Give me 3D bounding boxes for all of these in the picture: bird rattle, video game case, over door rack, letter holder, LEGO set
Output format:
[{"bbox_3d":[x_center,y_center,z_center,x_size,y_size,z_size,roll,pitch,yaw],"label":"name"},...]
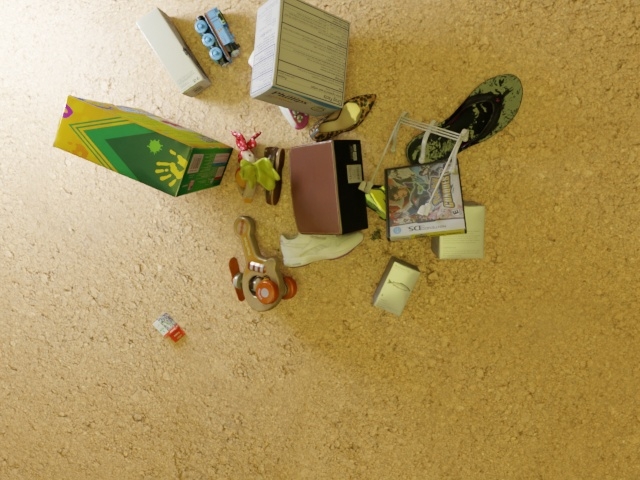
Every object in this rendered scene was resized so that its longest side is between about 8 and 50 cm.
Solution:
[{"bbox_3d":[-0.259,-0.249,1.613,0.143,0.253,0.206,-8,138,-33],"label":"bird rattle"},{"bbox_3d":[0.339,-0.135,1.542,0.249,0.035,0.274,-6,62,16],"label":"video game case"},{"bbox_3d":[0.305,-0.246,1.531,0.240,0.108,0.324,25,80,26],"label":"over door rack"},{"bbox_3d":[0.022,-0.177,1.590,0.215,0.152,0.301,1,100,41],"label":"letter holder"},{"bbox_3d":[0.216,-0.020,1.704,0.083,0.023,0.054,1,103,-10],"label":"LEGO set"}]

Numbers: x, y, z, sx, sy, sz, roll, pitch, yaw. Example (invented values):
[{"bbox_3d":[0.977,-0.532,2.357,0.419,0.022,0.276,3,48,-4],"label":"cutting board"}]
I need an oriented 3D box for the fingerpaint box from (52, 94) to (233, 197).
[{"bbox_3d":[-0.525,-0.292,1.483,0.372,0.445,0.163,23,102,-1],"label":"fingerpaint box"}]

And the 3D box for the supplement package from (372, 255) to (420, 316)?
[{"bbox_3d":[0.271,0.162,1.688,0.105,0.105,0.179,23,100,0],"label":"supplement package"}]

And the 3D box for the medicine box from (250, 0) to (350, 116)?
[{"bbox_3d":[-0.062,-0.569,1.467,0.264,0.149,0.288,6,88,-36],"label":"medicine box"}]

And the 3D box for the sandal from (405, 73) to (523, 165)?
[{"bbox_3d":[0.494,-0.383,1.574,0.446,0.107,0.167,-38,95,10],"label":"sandal"}]

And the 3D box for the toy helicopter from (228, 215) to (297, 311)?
[{"bbox_3d":[-0.248,0.086,1.700,0.235,0.140,0.354,-22,82,32],"label":"toy helicopter"}]

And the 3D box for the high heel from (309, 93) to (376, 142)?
[{"bbox_3d":[0.081,-0.410,1.554,0.261,0.186,0.093,-34,96,9],"label":"high heel"}]

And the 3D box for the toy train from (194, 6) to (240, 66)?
[{"bbox_3d":[-0.347,-0.687,1.588,0.105,0.080,0.184,-29,97,2],"label":"toy train"}]

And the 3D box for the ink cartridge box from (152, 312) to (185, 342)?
[{"bbox_3d":[-0.584,0.342,1.812,0.063,0.029,0.115,-41,95,9],"label":"ink cartridge box"}]

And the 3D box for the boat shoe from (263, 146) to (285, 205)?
[{"bbox_3d":[-0.175,-0.229,1.665,0.073,0.073,0.206,8,92,16],"label":"boat shoe"}]

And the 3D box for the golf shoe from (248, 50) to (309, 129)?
[{"bbox_3d":[-0.139,-0.521,1.602,0.140,0.115,0.306,-3,118,42],"label":"golf shoe"}]

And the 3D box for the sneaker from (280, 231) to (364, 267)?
[{"bbox_3d":[0.000,0.000,1.670,0.306,0.114,0.152,-14,100,6],"label":"sneaker"}]

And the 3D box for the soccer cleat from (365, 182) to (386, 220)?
[{"bbox_3d":[0.236,-0.132,1.644,0.289,0.093,0.121,29,98,-2],"label":"soccer cleat"}]

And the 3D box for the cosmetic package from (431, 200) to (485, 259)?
[{"bbox_3d":[0.470,-0.039,1.615,0.152,0.151,0.183,0,101,3],"label":"cosmetic package"}]

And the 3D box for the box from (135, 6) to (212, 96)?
[{"bbox_3d":[-0.493,-0.631,1.590,0.094,0.113,0.275,-31,98,8],"label":"box"}]
